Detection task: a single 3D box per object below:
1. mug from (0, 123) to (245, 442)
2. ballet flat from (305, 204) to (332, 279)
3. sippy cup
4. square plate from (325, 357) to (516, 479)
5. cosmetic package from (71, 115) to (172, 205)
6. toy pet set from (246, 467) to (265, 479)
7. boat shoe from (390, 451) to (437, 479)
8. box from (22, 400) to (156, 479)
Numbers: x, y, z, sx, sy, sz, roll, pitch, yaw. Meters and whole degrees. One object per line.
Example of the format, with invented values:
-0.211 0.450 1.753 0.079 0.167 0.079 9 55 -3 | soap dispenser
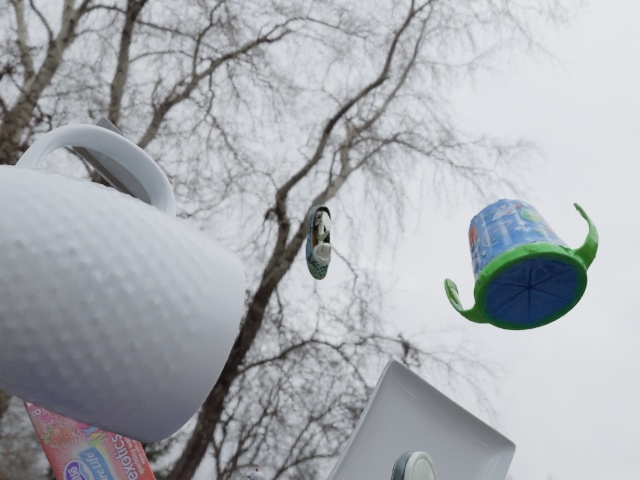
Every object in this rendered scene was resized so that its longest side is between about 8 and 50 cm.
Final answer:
-0.296 0.022 0.906 0.328 0.374 0.276 30 -38 -30 | mug
0.000 0.000 1.776 0.070 0.188 0.070 -4 -16 -1 | ballet flat
0.422 0.036 1.573 0.305 0.224 0.240 -6 -48 -1 | sippy cup
0.196 0.473 1.471 0.347 0.344 0.049 36 -26 -9 | square plate
-0.501 -0.191 1.841 0.238 0.107 0.127 44 -17 -23 | cosmetic package
-0.123 0.315 0.864 0.065 0.122 0.114 50 4 17 | toy pet set
0.115 0.458 1.118 0.099 0.116 0.319 11 -67 33 | boat shoe
-0.386 0.372 1.255 0.154 0.142 0.300 0 -68 63 | box
